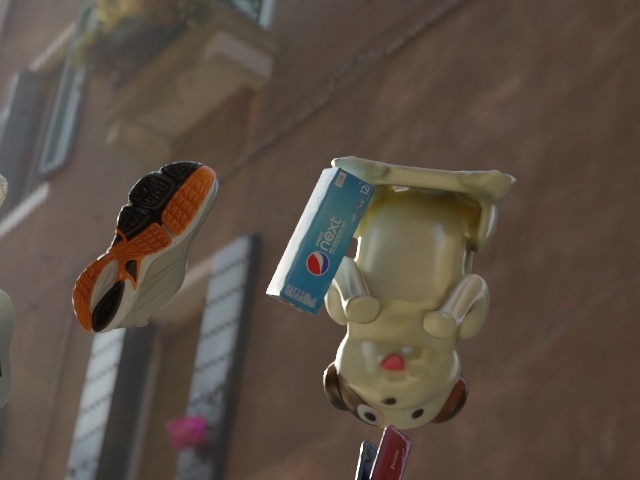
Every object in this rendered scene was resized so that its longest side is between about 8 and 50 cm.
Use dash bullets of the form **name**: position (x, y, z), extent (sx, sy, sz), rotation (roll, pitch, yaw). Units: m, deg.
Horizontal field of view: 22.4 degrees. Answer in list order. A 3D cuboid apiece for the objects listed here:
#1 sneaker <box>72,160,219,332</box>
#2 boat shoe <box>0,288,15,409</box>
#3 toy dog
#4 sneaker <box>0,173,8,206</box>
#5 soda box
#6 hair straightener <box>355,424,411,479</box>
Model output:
- **sneaker**: position (-0.203, 0.008, 2.047), extent (0.262, 0.099, 0.121), rotation (-50, -27, 18)
- **boat shoe**: position (-0.477, 0.145, 2.257), extent (0.076, 0.080, 0.228), rotation (27, -41, 21)
- **toy dog**: position (0.123, 0.096, 2.575), extent (0.285, 0.408, 0.395), rotation (8, -7, -6)
- **sneaker**: position (-0.555, -0.008, 2.415), extent (0.235, 0.095, 0.090), rotation (-42, -51, 1)
- **soda box**: position (0.000, 0.000, 2.381), extent (0.067, 0.210, 0.071), rotation (28, -8, -17)
- **hair straightener**: position (0.046, 0.309, 1.793), extent (0.047, 0.230, 0.089), rotation (38, -53, -21)
